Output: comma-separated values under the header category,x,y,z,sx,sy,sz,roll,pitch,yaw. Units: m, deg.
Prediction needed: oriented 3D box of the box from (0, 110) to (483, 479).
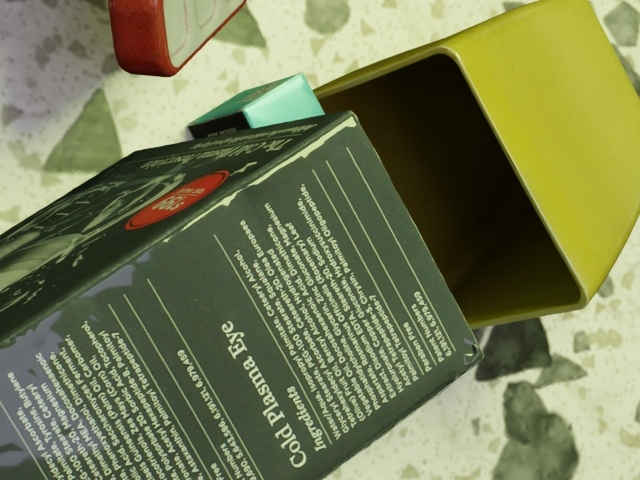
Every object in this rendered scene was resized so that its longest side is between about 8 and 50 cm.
category,x,y,z,sx,sy,sz,roll,pitch,yaw
box,-0.134,0.080,1.107,0.312,0.343,0.179,-35,104,-25

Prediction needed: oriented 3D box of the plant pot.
category,x,y,z,sx,sy,sz,roll,pitch,yaw
plant pot,0.132,-0.072,1.339,0.187,0.212,0.212,-39,104,-37

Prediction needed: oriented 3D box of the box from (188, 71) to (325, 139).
category,x,y,z,sx,sy,sz,roll,pitch,yaw
box,0.000,0.000,1.316,0.060,0.100,0.244,-34,102,-26

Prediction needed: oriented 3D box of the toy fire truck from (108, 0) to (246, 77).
category,x,y,z,sx,sy,sz,roll,pitch,yaw
toy fire truck,-0.084,-0.276,1.227,0.302,0.169,0.254,-58,150,-59
